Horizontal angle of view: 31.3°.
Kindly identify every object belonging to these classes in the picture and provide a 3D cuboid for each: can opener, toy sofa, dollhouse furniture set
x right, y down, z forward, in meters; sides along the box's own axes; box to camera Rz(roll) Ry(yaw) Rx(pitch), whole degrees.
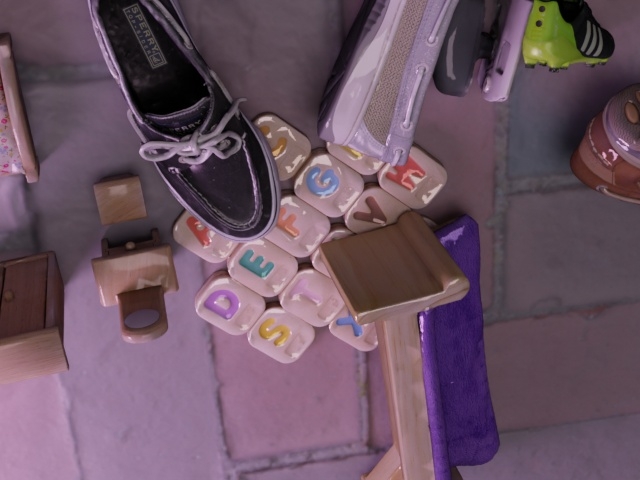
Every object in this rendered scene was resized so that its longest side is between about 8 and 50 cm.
[{"bbox_3d":[0.177,-0.269,1.092,0.095,0.076,0.283,5,113,-15],"label":"can opener"},{"bbox_3d":[0.122,0.160,1.232,0.177,0.150,0.362,-14,120,-7],"label":"toy sofa"},{"bbox_3d":[-0.305,-0.063,1.031,0.303,0.174,0.355,-11,117,-7],"label":"dollhouse furniture set"}]

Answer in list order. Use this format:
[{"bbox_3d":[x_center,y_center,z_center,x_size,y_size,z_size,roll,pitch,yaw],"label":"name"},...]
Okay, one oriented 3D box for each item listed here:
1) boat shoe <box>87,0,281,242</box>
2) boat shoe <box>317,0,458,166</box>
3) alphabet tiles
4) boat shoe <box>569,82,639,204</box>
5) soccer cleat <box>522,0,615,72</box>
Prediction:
[{"bbox_3d":[-0.123,-0.116,1.074,0.113,0.105,0.306,-20,115,4],"label":"boat shoe"},{"bbox_3d":[0.102,-0.220,1.068,0.103,0.118,0.320,22,110,-12],"label":"boat shoe"},{"bbox_3d":[0.000,0.000,1.214,0.278,0.021,0.284,33,105,-24],"label":"alphabet tiles"},{"bbox_3d":[0.403,-0.080,1.223,0.324,0.123,0.116,14,145,-27],"label":"boat shoe"},{"bbox_3d":[0.244,-0.204,1.099,0.060,0.179,0.072,14,108,28],"label":"soccer cleat"}]
